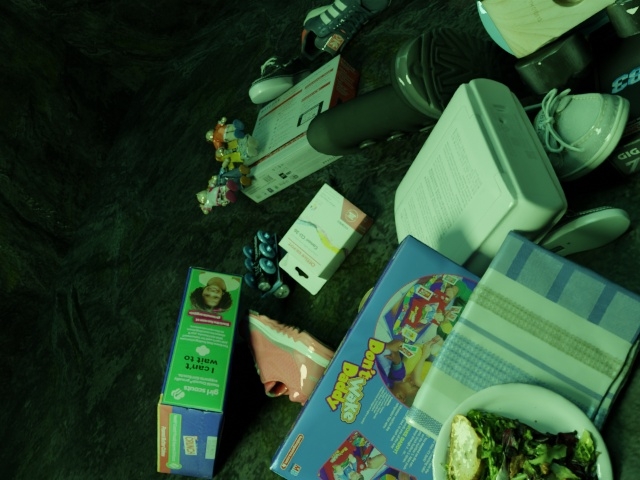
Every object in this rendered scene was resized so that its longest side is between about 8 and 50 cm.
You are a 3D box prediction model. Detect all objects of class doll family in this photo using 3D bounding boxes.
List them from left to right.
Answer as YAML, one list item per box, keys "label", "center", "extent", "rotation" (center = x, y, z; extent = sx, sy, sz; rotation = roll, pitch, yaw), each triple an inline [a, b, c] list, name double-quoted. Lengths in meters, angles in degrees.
- label: "doll family"
  center: [-0.241, -0.186, 1.752]
  extent: [0.163, 0.118, 0.263]
  rotation: [-5, 74, 46]

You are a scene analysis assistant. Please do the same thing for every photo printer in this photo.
- label: "photo printer"
  center: [0.216, -0.047, 1.014]
  extent: [0.307, 0.107, 0.256]
  rotation: [117, 150, -46]

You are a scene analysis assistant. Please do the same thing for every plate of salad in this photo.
- label: "plate of salad"
  center: [0.228, 0.262, 0.753]
  extent: [0.199, 0.048, 0.200]
  rotation: [-2, 75, 8]

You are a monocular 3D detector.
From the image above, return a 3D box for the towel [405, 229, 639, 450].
- label: "towel"
  center: [0.257, 0.155, 0.817]
  extent: [0.285, 0.209, 0.034]
  rotation: [-60, -14, -7]

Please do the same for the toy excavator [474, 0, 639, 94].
- label: "toy excavator"
  center: [0.458, -0.479, 1.044]
  extent: [0.433, 0.222, 0.445]
  rotation: [-30, 16, 31]

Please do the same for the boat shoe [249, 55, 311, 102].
- label: "boat shoe"
  center: [-0.121, -0.462, 1.862]
  extent: [0.108, 0.102, 0.301]
  rotation: [-26, 8, 35]

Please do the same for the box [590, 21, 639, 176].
- label: "box"
  center: [0.536, -0.266, 0.930]
  extent: [0.295, 0.073, 0.293]
  rotation: [-24, 41, 42]

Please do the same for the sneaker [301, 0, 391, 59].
- label: "sneaker"
  center: [0.065, -0.604, 1.877]
  extent: [0.350, 0.131, 0.148]
  rotation: [-13, 57, 56]

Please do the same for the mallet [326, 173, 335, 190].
- label: "mallet"
  center: [0.022, -0.107, 1.492]
  extent: [0.039, 0.062, 0.190]
  rotation: [-41, 33, 18]

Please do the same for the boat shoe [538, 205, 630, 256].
- label: "boat shoe"
  center: [0.346, -0.025, 0.957]
  extent: [0.183, 0.065, 0.083]
  rotation: [-28, 43, 40]

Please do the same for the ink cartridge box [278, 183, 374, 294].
- label: "ink cartridge box"
  center: [0.000, 0.000, 1.361]
  extent: [0.115, 0.067, 0.198]
  rotation: [39, 94, 22]

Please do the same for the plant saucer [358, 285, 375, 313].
- label: "plant saucer"
  center: [0.104, 0.118, 1.203]
  extent: [0.083, 0.015, 0.083]
  rotation: [-35, 36, 31]

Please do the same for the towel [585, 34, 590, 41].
- label: "towel"
  center: [0.489, -0.449, 1.227]
  extent: [0.102, 0.021, 0.237]
  rotation: [14, 71, 52]

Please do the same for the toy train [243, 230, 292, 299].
- label: "toy train"
  center: [-0.109, 0.054, 1.473]
  extent: [0.080, 0.105, 0.184]
  rotation: [-46, 31, 24]

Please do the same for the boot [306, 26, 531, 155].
- label: "boot"
  center: [0.125, -0.259, 1.259]
  extent: [0.445, 0.367, 0.146]
  rotation: [-4, 94, 48]

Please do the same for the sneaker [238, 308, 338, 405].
- label: "sneaker"
  center: [-0.090, 0.222, 1.275]
  extent: [0.314, 0.116, 0.136]
  rotation: [9, 71, 58]

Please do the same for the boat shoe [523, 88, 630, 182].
- label: "boat shoe"
  center: [0.324, -0.156, 1.014]
  extent: [0.320, 0.103, 0.118]
  rotation: [2, 74, 71]

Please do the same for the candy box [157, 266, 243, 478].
- label: "candy box"
  center: [-0.237, 0.261, 1.318]
  extent: [0.268, 0.122, 0.317]
  rotation: [106, 169, -45]

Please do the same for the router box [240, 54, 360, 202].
- label: "router box"
  center: [-0.059, -0.291, 1.767]
  extent: [0.335, 0.082, 0.301]
  rotation: [-24, 42, 41]

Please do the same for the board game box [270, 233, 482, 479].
- label: "board game box"
  center: [0.124, 0.201, 0.879]
  extent: [0.347, 0.233, 0.078]
  rotation: [-58, -3, -7]
